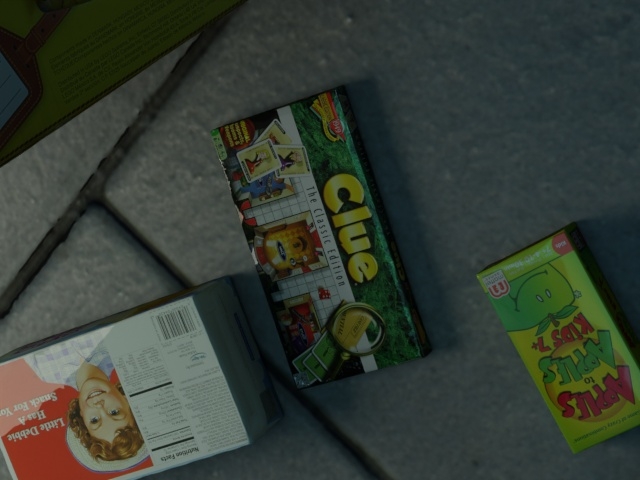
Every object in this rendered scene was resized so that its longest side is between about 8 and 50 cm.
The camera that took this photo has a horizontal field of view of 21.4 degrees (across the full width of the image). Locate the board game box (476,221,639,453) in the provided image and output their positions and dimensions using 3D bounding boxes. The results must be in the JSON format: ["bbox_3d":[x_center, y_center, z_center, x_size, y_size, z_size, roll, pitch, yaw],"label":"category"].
[{"bbox_3d":[0.224,0.086,1.489,0.092,0.043,0.181,-29,90,23],"label":"board game box"}]

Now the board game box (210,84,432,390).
[{"bbox_3d":[0.000,0.000,1.564,0.136,0.030,0.259,-17,94,21],"label":"board game box"}]

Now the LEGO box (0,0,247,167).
[{"bbox_3d":[-0.278,-0.221,1.291,0.372,0.500,0.193,5,123,39],"label":"LEGO box"}]

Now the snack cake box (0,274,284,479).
[{"bbox_3d":[-0.187,0.150,1.631,0.264,0.089,0.152,-19,96,23],"label":"snack cake box"}]
